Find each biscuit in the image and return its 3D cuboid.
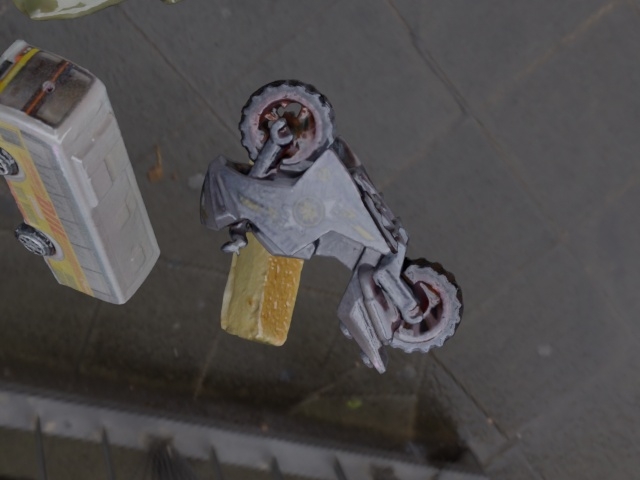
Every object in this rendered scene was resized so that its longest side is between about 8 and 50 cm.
[{"bbox_3d":[-0.046,-0.004,1.114,0.052,0.056,0.188,21,76,-50],"label":"biscuit"}]

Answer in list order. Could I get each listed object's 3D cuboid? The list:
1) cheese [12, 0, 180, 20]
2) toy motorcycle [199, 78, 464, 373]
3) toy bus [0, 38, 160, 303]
[{"bbox_3d":[-0.090,-0.160,0.360,0.175,0.091,0.202,-47,111,-27],"label":"cheese"},{"bbox_3d":[0.000,0.000,0.863,0.122,0.080,0.215,-34,97,15],"label":"toy motorcycle"},{"bbox_3d":[-0.216,-0.049,1.100,0.092,0.106,0.268,-58,158,-29],"label":"toy bus"}]
